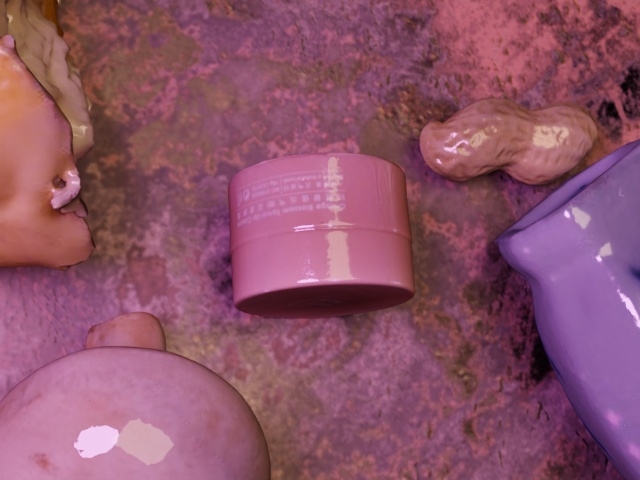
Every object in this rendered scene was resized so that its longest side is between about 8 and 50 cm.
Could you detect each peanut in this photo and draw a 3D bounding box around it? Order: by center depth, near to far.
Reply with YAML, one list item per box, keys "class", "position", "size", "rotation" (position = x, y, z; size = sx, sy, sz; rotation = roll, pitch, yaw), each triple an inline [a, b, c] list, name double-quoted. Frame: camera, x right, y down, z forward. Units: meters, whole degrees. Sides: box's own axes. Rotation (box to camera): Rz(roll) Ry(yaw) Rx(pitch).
- class: "peanut"
  position: [0.181, -0.094, 0.944]
  size: [0.187, 0.082, 0.082]
  rotation: [1, 76, -21]

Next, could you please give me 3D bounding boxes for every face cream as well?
- class: "face cream"
  position: [0.000, 0.000, 0.806]
  size: [0.149, 0.149, 0.104]
  rotation: [2, 75, -21]

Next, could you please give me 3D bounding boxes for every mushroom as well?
- class: "mushroom"
  position: [-0.142, 0.145, 0.713]
  size: [0.207, 0.207, 0.215]
  rotation: [11, 38, -19]

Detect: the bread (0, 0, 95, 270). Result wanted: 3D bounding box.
- class: "bread"
  position: [-0.350, -0.148, 0.649]
  size: [0.394, 0.250, 0.361]
  rotation: [-6, 78, -22]

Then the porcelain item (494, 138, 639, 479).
- class: "porcelain item"
  position: [0.344, 0.115, 0.899]
  size: [0.242, 0.178, 0.405]
  rotation: [-36, 89, -25]
